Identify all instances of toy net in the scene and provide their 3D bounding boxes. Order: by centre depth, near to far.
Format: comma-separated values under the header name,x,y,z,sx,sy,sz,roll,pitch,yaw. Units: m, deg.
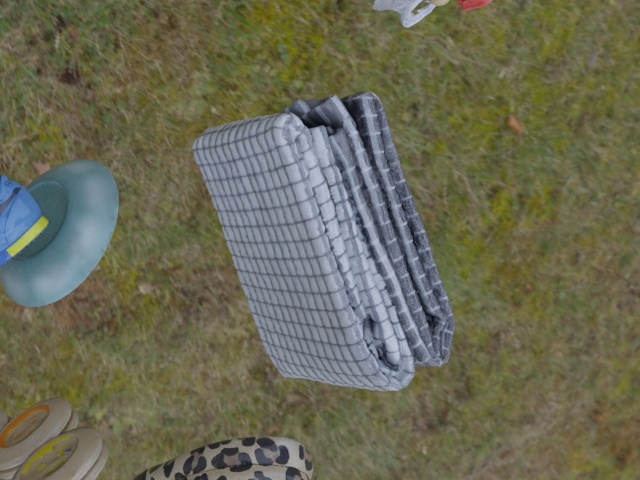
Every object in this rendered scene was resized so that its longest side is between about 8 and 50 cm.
name,x,y,z,sx,sy,sz,roll,pitch,yaw
toy net,0.152,-0.258,1.003,0.045,0.232,0.122,55,48,-28

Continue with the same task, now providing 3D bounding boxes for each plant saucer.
name,x,y,z,sx,sy,sz,roll,pitch,yaw
plant saucer,-0.326,-0.018,1.120,0.195,0.195,0.037,-50,139,3

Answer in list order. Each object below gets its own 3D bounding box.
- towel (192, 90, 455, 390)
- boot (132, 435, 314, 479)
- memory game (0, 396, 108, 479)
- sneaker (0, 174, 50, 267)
name,x,y,z,sx,sy,sz,roll,pitch,yaw
towel,0.000,0.000,0.935,0.121,0.235,0.284,-25,100,-26
boot,-0.109,0.333,0.717,0.138,0.284,0.377,15,144,-26
memory game,-0.152,0.117,0.312,0.186,0.186,0.012,-34,112,-7
sneaker,-0.378,0.019,0.957,0.209,0.069,0.082,-44,112,-14
